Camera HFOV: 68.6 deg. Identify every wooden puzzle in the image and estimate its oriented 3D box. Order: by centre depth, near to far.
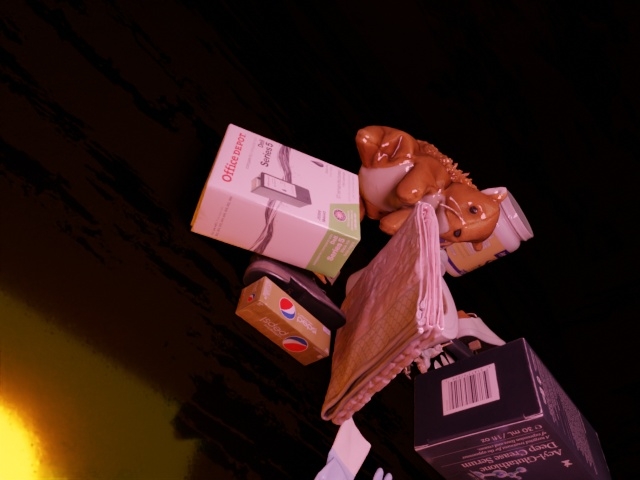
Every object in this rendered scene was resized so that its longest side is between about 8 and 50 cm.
[{"bbox_3d":[0.018,0.062,1.097,0.078,0.014,0.116,52,28,-14],"label":"wooden puzzle"}]

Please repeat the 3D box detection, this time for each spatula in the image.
[{"bbox_3d":[0.404,0.438,1.363,0.242,0.019,0.168,62,22,4],"label":"spatula"}]

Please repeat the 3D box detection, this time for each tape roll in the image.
[{"bbox_3d":[0.201,0.152,1.142,0.246,0.169,0.246,38,35,-33],"label":"tape roll"}]

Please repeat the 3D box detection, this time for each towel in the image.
[{"bbox_3d":[0.108,0.130,0.864,0.053,0.331,0.317,27,37,-9],"label":"towel"}]

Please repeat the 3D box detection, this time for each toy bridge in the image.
[{"bbox_3d":[0.539,0.396,1.568,0.188,0.063,0.026,45,31,-33],"label":"toy bridge"}]

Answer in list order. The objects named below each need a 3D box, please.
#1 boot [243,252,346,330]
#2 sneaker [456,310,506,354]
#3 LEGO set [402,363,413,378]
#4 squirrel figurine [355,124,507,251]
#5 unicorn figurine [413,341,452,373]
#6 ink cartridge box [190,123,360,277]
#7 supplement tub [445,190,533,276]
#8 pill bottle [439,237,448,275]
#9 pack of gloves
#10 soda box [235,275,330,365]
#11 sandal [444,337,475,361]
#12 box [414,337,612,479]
[{"bbox_3d":[-0.041,0.038,0.941,0.263,0.091,0.229,40,34,-28],"label":"boot"},{"bbox_3d":[0.556,0.318,1.625,0.290,0.106,0.123,33,40,-38],"label":"sneaker"},{"bbox_3d":[0.210,0.309,1.151,0.083,0.024,0.054,54,36,-55],"label":"LEGO set"},{"bbox_3d":[0.308,-0.134,1.255,0.371,0.280,0.397,25,30,25],"label":"squirrel figurine"},{"bbox_3d":[0.281,0.296,1.263,0.111,0.060,0.162,53,45,-14],"label":"unicorn figurine"},{"bbox_3d":[-0.073,-0.073,0.860,0.273,0.114,0.198,20,40,-15],"label":"ink cartridge box"},{"bbox_3d":[0.612,-0.029,1.813,0.241,0.331,0.241,39,34,-33],"label":"supplement tub"},{"bbox_3d":[0.376,0.039,1.602,0.108,0.108,0.193,45,31,-26],"label":"pill bottle"},{"bbox_3d":[0.075,0.435,0.794,0.195,0.046,0.232,59,28,-3],"label":"pack of gloves"},{"bbox_3d":[-0.062,0.146,0.832,0.181,0.061,0.058,44,32,-27],"label":"soda box"},{"bbox_3d":[0.432,0.355,1.449,0.254,0.054,0.097,41,16,-28],"label":"sandal"},{"bbox_3d":[0.450,0.469,1.107,0.395,0.294,0.212,47,31,-21],"label":"box"}]
